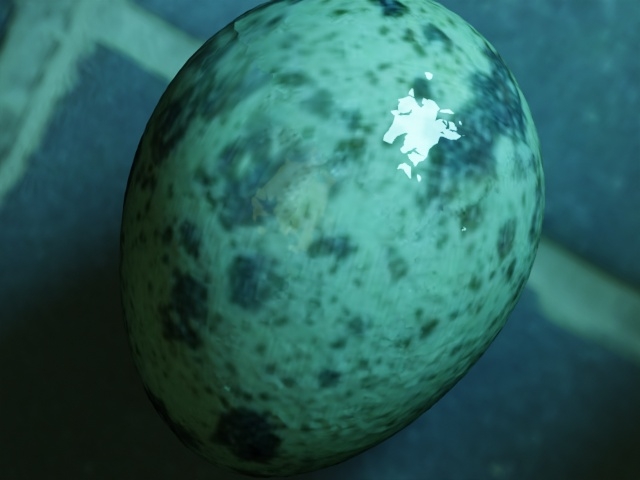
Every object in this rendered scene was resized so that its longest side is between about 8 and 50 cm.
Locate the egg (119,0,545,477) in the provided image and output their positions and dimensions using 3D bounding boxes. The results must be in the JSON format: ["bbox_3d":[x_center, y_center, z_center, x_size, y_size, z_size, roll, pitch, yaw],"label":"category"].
[{"bbox_3d":[0.000,0.000,0.645,0.132,0.132,0.172,31,110,22],"label":"egg"}]
